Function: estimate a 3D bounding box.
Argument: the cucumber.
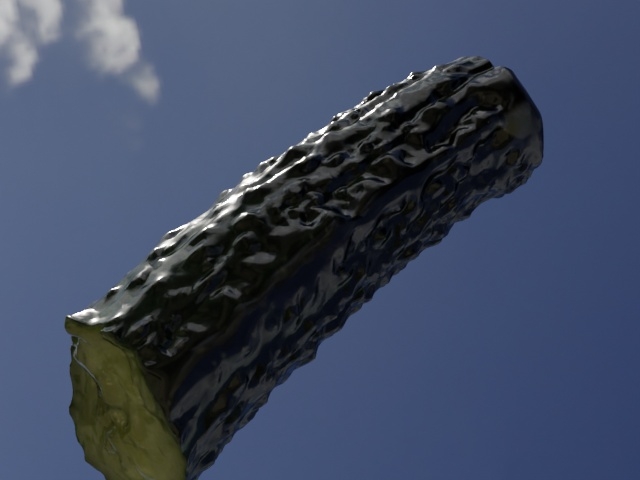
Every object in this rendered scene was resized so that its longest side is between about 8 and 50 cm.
[{"bbox_3d":[0.000,-0.001,0.436,0.058,0.187,0.058,23,-47,28],"label":"cucumber"}]
